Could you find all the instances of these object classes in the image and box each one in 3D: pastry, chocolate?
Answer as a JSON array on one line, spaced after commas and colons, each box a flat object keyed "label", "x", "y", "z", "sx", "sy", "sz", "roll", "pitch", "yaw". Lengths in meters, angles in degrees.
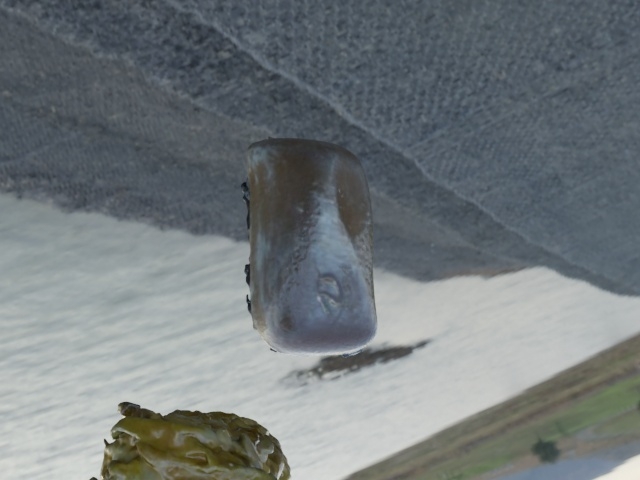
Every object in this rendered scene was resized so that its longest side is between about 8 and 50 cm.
[{"label": "pastry", "x": -0.101, "y": 0.184, "z": 0.663, "sx": 0.154, "sy": 0.102, "sz": 0.250, "roll": 7, "pitch": 169, "yaw": 1}, {"label": "chocolate", "x": 0.001, "y": 0.001, "z": 0.954, "sx": 0.161, "sy": 0.261, "sz": 0.083, "roll": 0, "pitch": 170, "yaw": -32}]
